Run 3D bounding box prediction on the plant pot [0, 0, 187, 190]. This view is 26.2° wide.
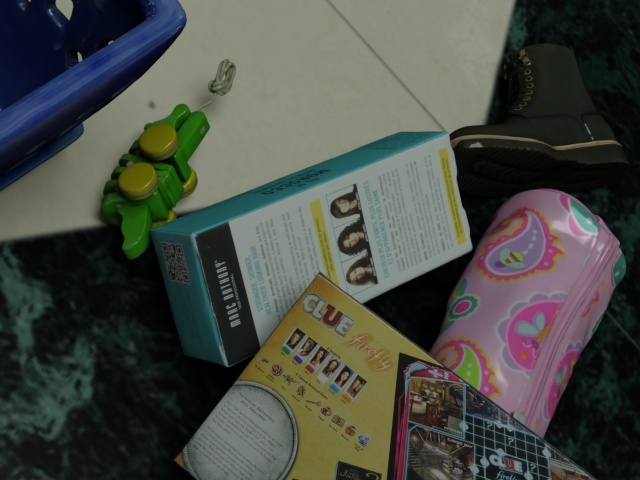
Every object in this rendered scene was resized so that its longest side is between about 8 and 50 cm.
[{"bbox_3d":[-0.265,-0.128,0.877,0.236,0.212,0.236,-39,89,-35],"label":"plant pot"}]

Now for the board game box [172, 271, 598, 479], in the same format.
[{"bbox_3d":[0.045,0.156,0.906,0.243,0.042,0.165,37,86,21],"label":"board game box"}]

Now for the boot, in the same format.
[{"bbox_3d":[0.164,-0.112,1.184,0.198,0.077,0.137,3,61,-41],"label":"boot"}]

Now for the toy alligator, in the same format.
[{"bbox_3d":[-0.120,-0.065,1.023,0.051,0.056,0.190,8,55,22],"label":"toy alligator"}]

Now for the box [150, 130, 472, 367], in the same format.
[{"bbox_3d":[0.000,0.000,1.024,0.244,0.060,0.100,-23,107,-33],"label":"box"}]

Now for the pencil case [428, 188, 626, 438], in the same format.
[{"bbox_3d":[0.137,0.095,1.035,0.124,0.124,0.284,36,56,-8],"label":"pencil case"}]
